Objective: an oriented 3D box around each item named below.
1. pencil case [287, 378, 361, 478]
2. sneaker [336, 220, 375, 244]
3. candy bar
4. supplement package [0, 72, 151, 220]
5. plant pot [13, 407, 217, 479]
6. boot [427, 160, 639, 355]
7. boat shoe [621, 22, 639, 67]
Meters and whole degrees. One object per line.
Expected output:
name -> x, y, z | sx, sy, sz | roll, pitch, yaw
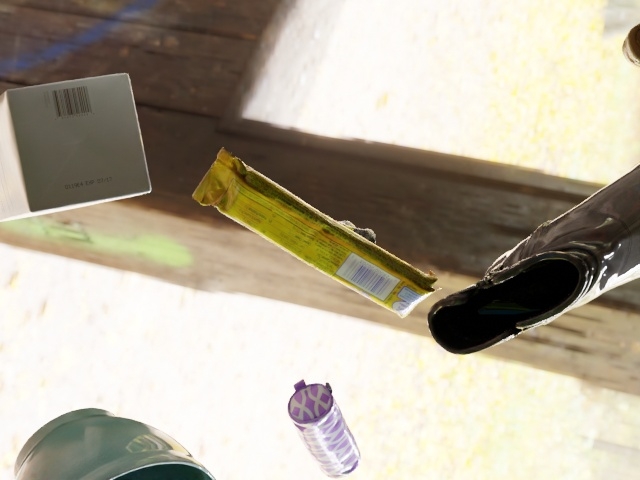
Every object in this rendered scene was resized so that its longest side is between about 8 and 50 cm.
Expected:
pencil case -> 0.005, 0.322, 2.017 | 0.086, 0.088, 0.206 | -33, 135, -11
sneaker -> 0.035, -0.003, 1.445 | 0.035, 0.083, 0.031 | 3, 102, -35
candy bar -> 0.000, 0.000, 0.716 | 0.040, 0.162, 0.018 | -51, -163, 29
supplement package -> -0.303, -0.101, 1.364 | 0.139, 0.244, 0.133 | -12, 94, -25
plant pot -> -0.311, 0.358, 1.664 | 0.293, 0.196, 0.293 | -23, 135, -24
boot -> 0.283, 0.013, 1.207 | 0.338, 0.118, 0.223 | -38, 172, 24
boat shoe -> 0.355, -0.179, 1.142 | 0.059, 0.170, 0.063 | 136, -55, -62
